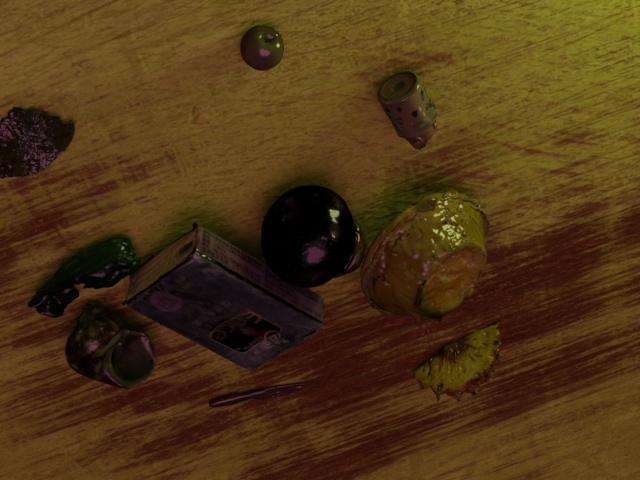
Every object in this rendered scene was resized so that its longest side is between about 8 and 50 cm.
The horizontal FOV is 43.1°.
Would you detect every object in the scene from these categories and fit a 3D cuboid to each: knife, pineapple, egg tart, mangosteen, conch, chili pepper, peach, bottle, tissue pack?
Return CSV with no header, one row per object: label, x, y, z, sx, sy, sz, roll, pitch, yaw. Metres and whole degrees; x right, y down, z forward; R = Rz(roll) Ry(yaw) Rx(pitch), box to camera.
knife,-0.152,0.383,2.000,0.247,0.018,0.035,-9,121,-8
pineapple,0.377,0.345,2.024,0.250,0.140,0.164,-27,126,2
egg tart,0.252,0.053,1.752,0.345,0.132,0.345,-24,137,-24
mangosteen,0.000,0.000,1.680,0.250,0.211,0.211,20,117,-39
conch,-0.465,0.227,1.773,0.187,0.124,0.181,-14,118,-32
chili pepper,-0.495,0.078,1.691,0.253,0.083,0.099,-30,133,12
peach,-0.108,-0.354,1.495,0.083,0.083,0.083,-6,124,-9
bottle,0.182,-0.256,1.617,0.099,0.099,0.152,-31,132,8
tissue pack,-0.199,0.127,1.726,0.259,0.122,0.361,-31,129,34

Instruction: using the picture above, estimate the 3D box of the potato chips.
potato chips,-0.566,-0.185,1.536,0.209,0.026,0.142,-10,122,-6
